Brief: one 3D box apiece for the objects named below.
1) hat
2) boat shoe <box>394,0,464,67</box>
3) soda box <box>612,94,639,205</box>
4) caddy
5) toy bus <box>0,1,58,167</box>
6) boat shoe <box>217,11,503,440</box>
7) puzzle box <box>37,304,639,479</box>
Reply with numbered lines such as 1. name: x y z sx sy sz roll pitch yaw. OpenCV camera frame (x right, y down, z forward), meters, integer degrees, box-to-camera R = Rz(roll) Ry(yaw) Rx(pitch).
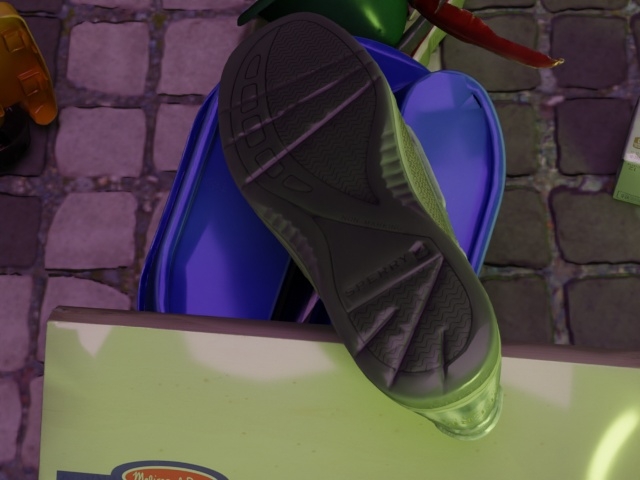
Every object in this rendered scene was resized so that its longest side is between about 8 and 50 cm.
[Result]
1. hat: 0.053 -0.166 1.286 0.173 0.208 0.183 -40 100 -2
2. boat shoe: 0.087 -0.186 1.325 0.043 0.049 0.137 27 73 16
3. soda box: 0.349 -0.050 1.238 0.216 0.069 0.074 16 66 9
4. caddy: 0.000 0.000 1.164 0.241 0.179 0.341 20 81 -5
5. toy bus: -0.358 -0.146 1.280 0.220 0.149 0.211 -26 51 -13
6. boat shoe: 0.026 -0.015 1.000 0.118 0.103 0.320 -30 58 0
7. puzzle box: 0.011 0.191 1.046 0.409 0.052 0.272 5 102 -1
